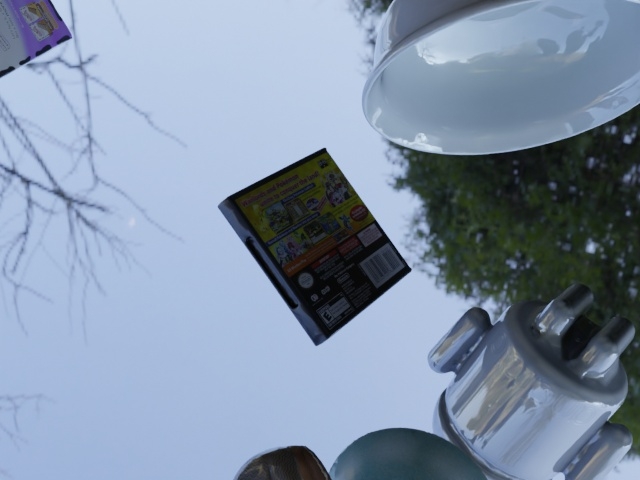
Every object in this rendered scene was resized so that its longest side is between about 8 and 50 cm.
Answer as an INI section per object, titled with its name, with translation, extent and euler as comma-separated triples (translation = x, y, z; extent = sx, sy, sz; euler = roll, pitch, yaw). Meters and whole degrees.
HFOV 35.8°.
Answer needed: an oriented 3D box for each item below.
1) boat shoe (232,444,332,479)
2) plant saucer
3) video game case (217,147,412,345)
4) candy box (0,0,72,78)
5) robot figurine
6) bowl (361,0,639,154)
[boat shoe]
translation = 0.020, 0.302, 0.753
extent = 0.123, 0.325, 0.116
euler = -12, -173, 41
[plant saucer]
translation = 0.089, 0.295, 1.039
extent = 0.194, 0.195, 0.037
euler = 15, -165, 17
[video game case]
translation = 0.000, 0.000, 1.513
extent = 0.248, 0.035, 0.275
euler = 55, -142, 2
[candy box]
translation = -0.411, -0.267, 1.162
extent = 0.070, 0.165, 0.196
euler = -19, -160, 33
[robot figurine]
translation = 0.290, 0.225, 1.404
extent = 0.300, 0.353, 0.199
euler = 42, -149, 20
[bowl]
translation = 0.179, -0.204, 0.944
extent = 0.297, 0.298, 0.134
euler = -4, -110, -9
